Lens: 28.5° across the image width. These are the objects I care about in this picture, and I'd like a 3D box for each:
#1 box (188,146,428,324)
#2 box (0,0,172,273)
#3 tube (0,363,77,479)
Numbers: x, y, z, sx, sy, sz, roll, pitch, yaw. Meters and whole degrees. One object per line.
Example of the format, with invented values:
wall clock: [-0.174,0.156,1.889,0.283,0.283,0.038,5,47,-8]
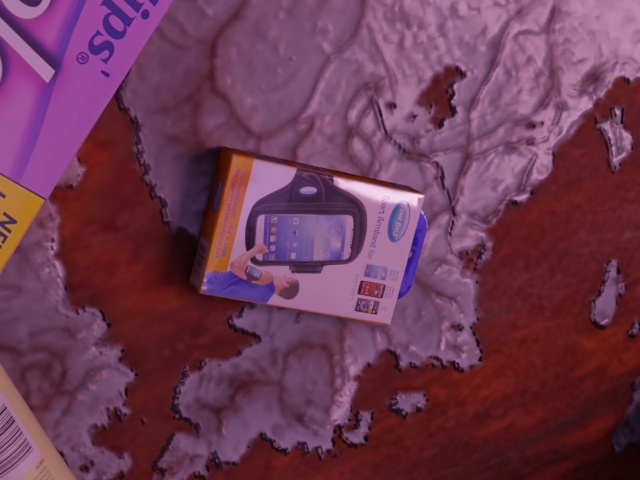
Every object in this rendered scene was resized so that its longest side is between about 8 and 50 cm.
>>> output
box: [0.000,0.000,0.721,0.136,0.028,0.081,11,100,-20]
box: [-0.204,-0.132,0.564,0.243,0.117,0.214,32,92,-24]
tube: [-0.155,0.168,0.699,0.070,0.062,0.240,-9,120,29]
